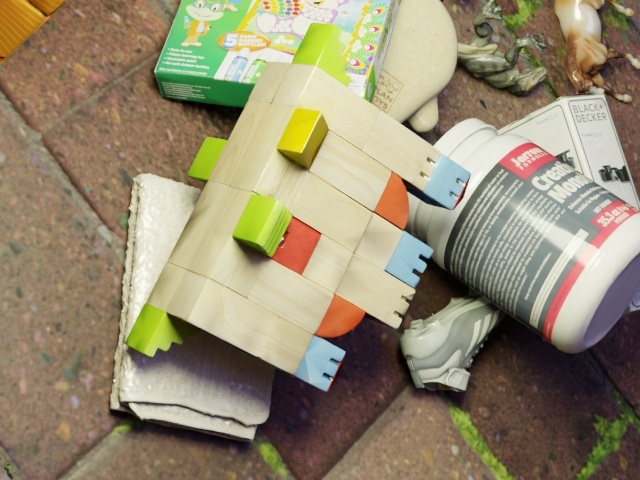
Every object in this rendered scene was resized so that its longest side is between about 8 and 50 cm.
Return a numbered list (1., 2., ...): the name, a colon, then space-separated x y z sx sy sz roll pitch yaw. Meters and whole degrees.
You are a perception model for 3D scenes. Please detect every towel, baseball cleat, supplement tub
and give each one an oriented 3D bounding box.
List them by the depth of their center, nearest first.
1. towel: -0.132 0.072 1.531 0.187 0.049 0.282 16 64 -32
2. supplement tub: 0.252 -0.009 1.690 0.272 0.191 0.191 36 46 23
3. baseball cleat: 0.176 0.126 1.739 0.206 0.072 0.109 -21 102 -38

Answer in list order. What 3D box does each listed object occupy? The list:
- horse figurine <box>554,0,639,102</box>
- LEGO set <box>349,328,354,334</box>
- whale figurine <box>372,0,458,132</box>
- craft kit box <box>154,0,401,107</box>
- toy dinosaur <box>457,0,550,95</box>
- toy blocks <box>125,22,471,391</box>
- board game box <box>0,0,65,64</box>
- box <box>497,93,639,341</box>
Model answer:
1. horse figurine: 0.404 -0.316 2.070 0.174 0.066 0.263 10 69 -40
2. LEGO set: 0.034 0.069 1.671 0.054 0.023 0.083 -21 86 -40
3. whale figurine: 0.051 -0.198 1.739 0.216 0.141 0.272 31 81 -27
4. craft kit box: -0.038 -0.261 1.628 0.250 0.061 0.246 8 56 13
5. toy dinosaur: 0.227 -0.260 1.880 0.268 0.118 0.064 19 53 -31
6. toy blocks: 0.000 0.000 1.490 0.261 0.191 0.381 31 81 -34
7. board game box: -0.322 -0.449 1.388 0.356 0.356 0.356 40 53 -18
8. box: 0.332 -0.030 1.838 0.087 0.169 0.290 -10 78 -39
